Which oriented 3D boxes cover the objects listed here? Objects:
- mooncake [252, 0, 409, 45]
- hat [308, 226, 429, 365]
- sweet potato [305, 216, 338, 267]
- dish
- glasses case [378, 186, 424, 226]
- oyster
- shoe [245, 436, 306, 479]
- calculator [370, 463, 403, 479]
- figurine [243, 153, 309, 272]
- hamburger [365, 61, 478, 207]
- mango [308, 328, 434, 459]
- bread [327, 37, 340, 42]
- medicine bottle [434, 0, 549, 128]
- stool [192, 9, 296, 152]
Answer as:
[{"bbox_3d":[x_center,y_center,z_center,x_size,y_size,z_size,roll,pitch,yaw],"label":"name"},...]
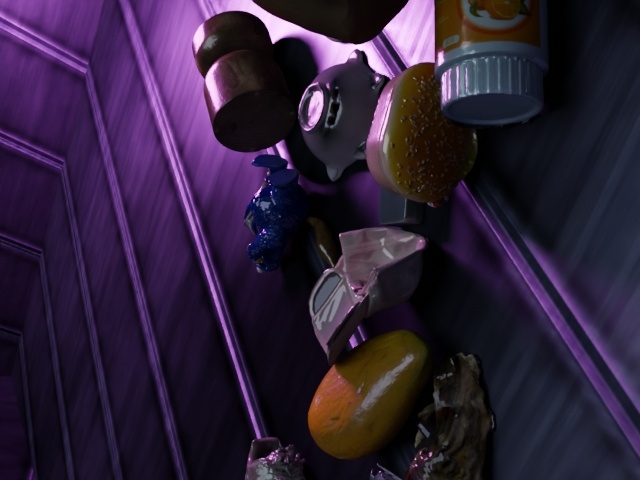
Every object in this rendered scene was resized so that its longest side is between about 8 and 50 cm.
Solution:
[{"bbox_3d":[0.051,-0.538,1.266,0.262,0.467,0.467,25,110,14],"label":"mooncake"},{"bbox_3d":[0.081,0.097,1.388,0.219,0.164,0.226,-120,36,-69],"label":"hat"},{"bbox_3d":[0.004,-0.005,1.628,0.041,0.038,0.153,-42,43,16],"label":"sweet potato"},{"bbox_3d":[0.023,-0.245,1.603,0.228,0.086,0.236,-26,62,54],"label":"dish"},{"bbox_3d":[0.138,-0.117,1.431,0.078,0.039,0.184,-6,78,58],"label":"glasses case"},{"bbox_3d":[0.165,0.305,1.256,0.166,0.094,0.294,167,114,-66],"label":"oyster"},{"bbox_3d":[-0.067,0.446,1.570,0.293,0.109,0.149,9,97,63],"label":"shoe"},{"bbox_3d":[0.126,0.462,1.231,0.166,0.028,0.274,27,127,42],"label":"calculator"},{"bbox_3d":[-0.086,-0.044,1.723,0.262,0.121,0.164,106,159,-46],"label":"figurine"},{"bbox_3d":[0.157,-0.159,1.285,0.116,0.173,0.210,11,81,47],"label":"hamburger"},{"bbox_3d":[0.078,0.245,1.370,0.317,0.119,0.176,-52,24,37],"label":"mango"},{"bbox_3d":[0.023,-0.478,1.703,0.112,0.036,0.193,-11,74,58],"label":"bread"},{"bbox_3d":[0.237,-0.329,1.204,0.158,0.158,0.318,-16,71,56],"label":"medicine bottle"},{"bbox_3d":[-0.167,-0.341,1.845,0.179,0.179,0.264,-53,41,39],"label":"stool"}]
